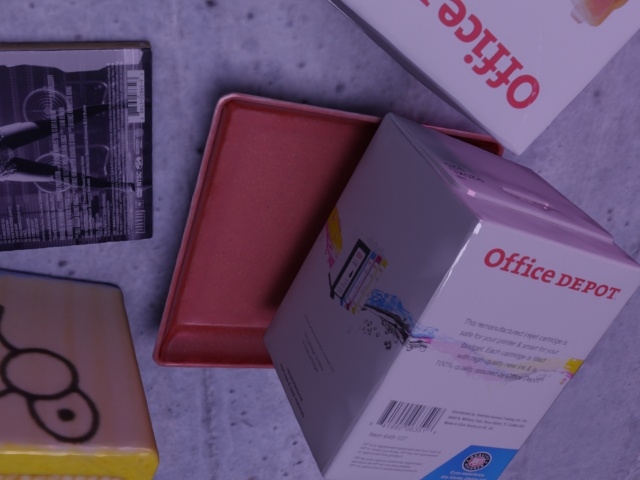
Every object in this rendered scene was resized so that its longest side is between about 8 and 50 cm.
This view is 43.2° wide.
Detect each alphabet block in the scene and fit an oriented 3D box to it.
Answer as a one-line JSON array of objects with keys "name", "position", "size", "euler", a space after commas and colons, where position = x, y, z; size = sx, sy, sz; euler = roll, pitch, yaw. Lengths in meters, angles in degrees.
[{"name": "alphabet block", "position": [-0.250, 0.154, 0.616], "size": [0.192, 0.197, 0.193], "euler": [9, 119, -26]}]

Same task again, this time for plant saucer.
[{"name": "plant saucer", "position": [0.000, 0.000, 0.708], "size": [0.259, 0.048, 0.258], "euler": [5, 120, -26]}]

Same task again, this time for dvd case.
[{"name": "dvd case", "position": [-0.234, -0.063, 0.588], "size": [0.221, 0.018, 0.165], "euler": [-6, 126, -19]}]

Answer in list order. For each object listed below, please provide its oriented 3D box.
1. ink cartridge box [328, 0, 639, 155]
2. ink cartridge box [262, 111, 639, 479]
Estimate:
[{"name": "ink cartridge box", "position": [0.142, -0.287, 0.495], "size": [0.279, 0.160, 0.385], "euler": [32, 107, -35]}, {"name": "ink cartridge box", "position": [0.094, 0.053, 0.644], "size": [0.171, 0.168, 0.233], "euler": [15, 116, -30]}]
